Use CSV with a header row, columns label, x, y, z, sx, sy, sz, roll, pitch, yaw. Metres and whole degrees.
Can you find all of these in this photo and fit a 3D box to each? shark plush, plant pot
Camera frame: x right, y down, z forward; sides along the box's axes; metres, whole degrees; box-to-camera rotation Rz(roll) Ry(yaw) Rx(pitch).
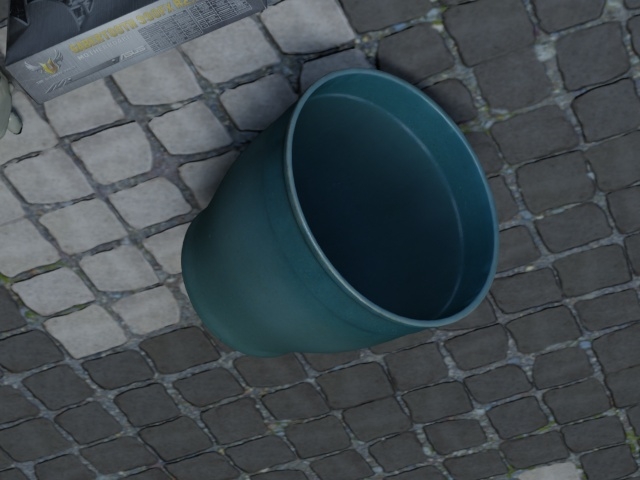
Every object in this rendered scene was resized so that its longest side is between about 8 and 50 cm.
label,x,y,z,sx,sy,sz,roll,pitch,yaw
shark plush,-0.346,-0.143,1.602,0.067,0.073,0.161,24,144,12
plant pot,0.000,0.000,1.661,0.271,0.272,0.255,24,145,-30

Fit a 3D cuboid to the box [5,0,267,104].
label,x,y,z,sx,sy,sz,roll,pitch,yaw
box,-0.163,-0.237,1.417,0.231,0.183,0.056,-20,136,17
